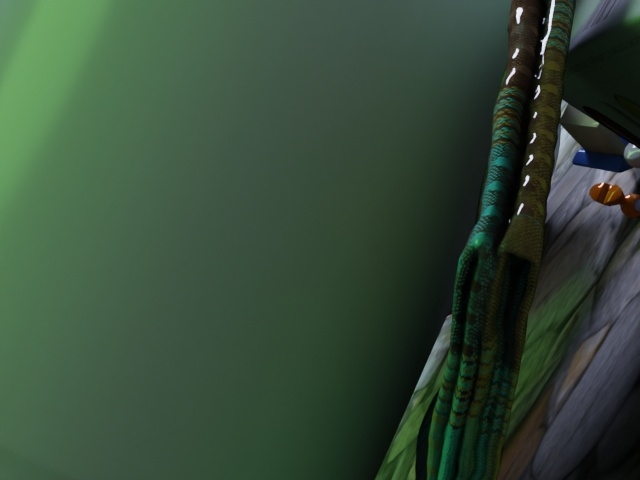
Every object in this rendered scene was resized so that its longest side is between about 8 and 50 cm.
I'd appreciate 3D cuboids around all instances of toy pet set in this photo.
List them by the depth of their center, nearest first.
[{"bbox_3d":[0.216,-0.063,1.214,0.114,0.065,0.122,13,70,48],"label":"toy pet set"}]

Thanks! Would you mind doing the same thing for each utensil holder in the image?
[{"bbox_3d":[-0.064,-0.028,1.052,0.327,0.328,0.385,-128,64,-85],"label":"utensil holder"}]

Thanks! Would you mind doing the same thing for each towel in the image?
[{"bbox_3d":[0.070,0.058,0.861,0.271,0.040,0.370,-76,-7,-49],"label":"towel"}]

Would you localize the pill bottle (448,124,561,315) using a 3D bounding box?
[{"bbox_3d":[0.066,-0.067,1.391,0.210,0.210,0.363,-59,-5,-14],"label":"pill bottle"}]

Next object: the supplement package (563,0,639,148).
[{"bbox_3d":[0.232,-0.137,0.860,0.204,0.145,0.262,-59,4,-5],"label":"supplement package"}]
